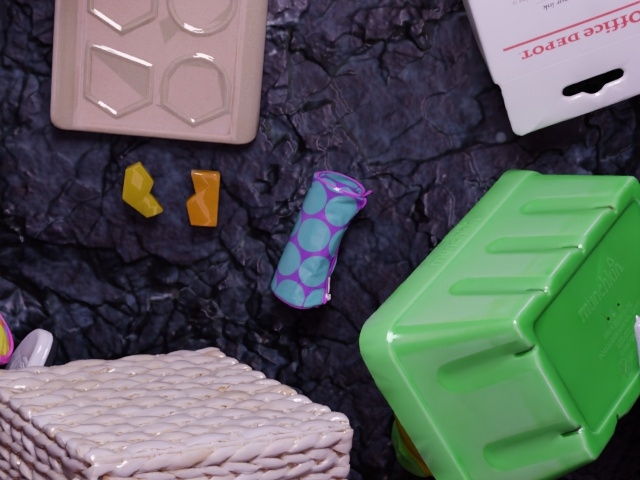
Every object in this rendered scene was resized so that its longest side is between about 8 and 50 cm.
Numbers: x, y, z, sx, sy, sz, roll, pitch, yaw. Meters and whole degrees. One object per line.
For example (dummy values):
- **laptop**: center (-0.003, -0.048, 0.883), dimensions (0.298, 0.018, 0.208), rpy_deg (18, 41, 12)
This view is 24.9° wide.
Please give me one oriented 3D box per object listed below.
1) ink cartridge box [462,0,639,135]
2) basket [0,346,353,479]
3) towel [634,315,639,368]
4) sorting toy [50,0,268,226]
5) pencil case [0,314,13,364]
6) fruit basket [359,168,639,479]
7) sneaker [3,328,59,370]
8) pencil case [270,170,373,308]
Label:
- **ink cartridge box**: center (0.237, -0.301, 1.489), dimensions (0.207, 0.119, 0.353), rpy_deg (-19, 127, 5)
- **basket**: center (-0.183, 0.285, 1.525), dimensions (0.331, 0.328, 0.266), rpy_deg (-4, 104, -34)
- **towel**: center (0.457, 0.160, 1.543), dimensions (0.090, 0.320, 0.374), rpy_deg (2, 117, 38)
- **sorting toy**: center (-0.180, -0.172, 1.600), dimensions (0.229, 0.041, 0.307), rpy_deg (4, 105, -6)
- **pencil case**: center (-0.471, 0.141, 1.651), dimensions (0.236, 0.104, 0.104), rpy_deg (-25, 104, 5)
- **fruit basket**: center (0.181, 0.123, 1.565), dimensions (0.392, 0.392, 0.283), rpy_deg (-29, 103, 7)
- **sneaker**: center (-0.323, 0.216, 1.693), dimensions (0.121, 0.079, 0.216), rpy_deg (22, 94, -27)
- **pencil case**: center (0.000, 0.000, 1.631), dimensions (0.070, 0.064, 0.151), rpy_deg (23, 105, 10)
